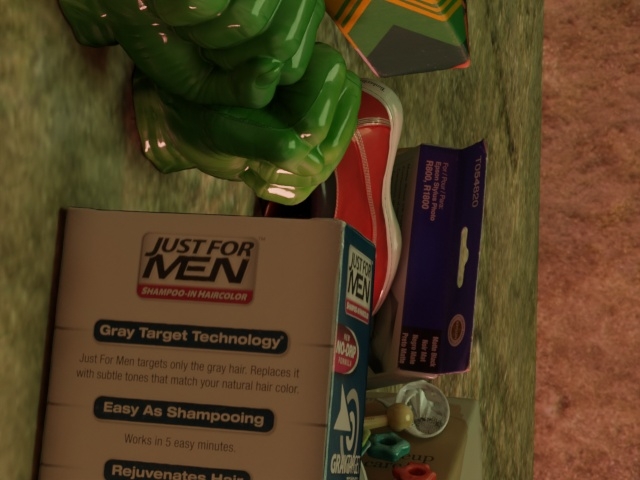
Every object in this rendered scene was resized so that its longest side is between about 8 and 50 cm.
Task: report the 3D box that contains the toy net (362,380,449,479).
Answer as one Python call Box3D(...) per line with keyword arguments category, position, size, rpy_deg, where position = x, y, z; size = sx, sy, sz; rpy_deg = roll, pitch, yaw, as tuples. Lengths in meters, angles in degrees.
Box3D(category="toy net", position=(0.073, 0.178, 1.496), size=(0.232, 0.122, 0.045), rpy_deg=(-28, 128, -54))

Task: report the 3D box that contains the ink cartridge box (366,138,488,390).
Box3D(category="ink cartridge box", position=(0.081, 0.025, 1.507), size=(0.224, 0.045, 0.223), rpy_deg=(157, -58, -64))

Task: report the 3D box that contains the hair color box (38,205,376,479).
Box3D(category="hair color box", position=(-0.070, 0.161, 0.922), size=(0.105, 0.174, 0.347), rpy_deg=(32, 62, -74))

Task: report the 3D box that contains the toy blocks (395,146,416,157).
Box3D(category="toy blocks", position=(0.100, -0.023, 1.785), size=(0.123, 0.054, 0.148), rpy_deg=(-43, 134, -71))

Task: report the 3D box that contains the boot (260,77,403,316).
Box3D(category="boot", position=(0.000, 0.000, 1.379), size=(0.176, 0.088, 0.244), rpy_deg=(-48, 147, -47))

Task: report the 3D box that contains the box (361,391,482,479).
Box3D(category="box", position=(0.062, 0.267, 1.513), size=(0.311, 0.148, 0.121), rpy_deg=(-58, 147, -65))

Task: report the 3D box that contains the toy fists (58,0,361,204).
Box3D(category="toy fists", position=(-0.058, -0.109, 0.981), size=(0.279, 0.142, 0.096), rpy_deg=(66, 30, -59))

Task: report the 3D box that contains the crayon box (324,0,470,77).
Box3D(category="crayon box", position=(0.033, -0.251, 1.063), size=(0.318, 0.081, 0.202), rpy_deg=(33, 53, -72))

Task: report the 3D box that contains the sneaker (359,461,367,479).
Box3D(category="sneaker", position=(-0.025, 0.265, 1.250), size=(0.115, 0.105, 0.281), rpy_deg=(69, 28, -58))
